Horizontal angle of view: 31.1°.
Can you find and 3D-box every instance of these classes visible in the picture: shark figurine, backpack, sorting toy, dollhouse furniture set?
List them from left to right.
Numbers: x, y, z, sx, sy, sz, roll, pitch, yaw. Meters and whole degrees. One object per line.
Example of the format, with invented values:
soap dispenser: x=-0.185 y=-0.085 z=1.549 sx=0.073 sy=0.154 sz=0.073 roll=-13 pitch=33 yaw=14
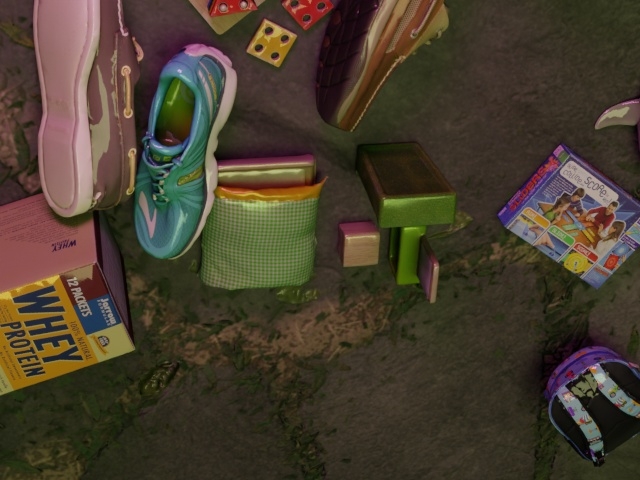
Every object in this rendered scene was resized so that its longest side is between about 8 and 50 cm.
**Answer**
sorting toy: x=-0.097 y=-0.310 z=1.311 sx=0.132 sy=0.046 sz=0.274 roll=-36 pitch=123 yaw=9
dollhouse furniture set: x=0.000 y=0.000 z=1.464 sx=0.301 sy=0.151 sz=0.198 roll=-4 pitch=122 yaw=-11
backpack: x=0.411 y=0.232 z=1.731 sx=0.158 sy=0.117 sz=0.173 roll=-39 pitch=123 yaw=11
shark figurine: x=0.481 y=-0.108 z=1.545 sx=0.166 sy=0.116 sz=0.278 roll=-24 pitch=122 yaw=3

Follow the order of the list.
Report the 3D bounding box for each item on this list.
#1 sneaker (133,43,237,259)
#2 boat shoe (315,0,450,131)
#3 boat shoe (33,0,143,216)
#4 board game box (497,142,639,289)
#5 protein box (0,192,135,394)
sneaker: x=-0.181 y=-0.101 z=1.369 sx=0.107 sy=0.110 sz=0.275 roll=19 pitch=114 yaw=12
boat shoe: x=0.097 y=-0.271 z=1.342 sx=0.119 sy=0.123 sz=0.324 roll=12 pitch=118 yaw=-24
boat shoe: x=-0.257 y=-0.189 z=1.309 sx=0.096 sy=0.116 sz=0.325 roll=-12 pitch=113 yaw=-42
board game box: x=0.363 y=-0.030 z=1.606 sx=0.201 sy=0.035 sz=0.136 roll=32 pitch=109 yaw=-28
protein box: x=-0.344 y=0.056 z=1.382 sx=0.199 sy=0.201 sz=0.136 roll=-18 pitch=123 yaw=-3
